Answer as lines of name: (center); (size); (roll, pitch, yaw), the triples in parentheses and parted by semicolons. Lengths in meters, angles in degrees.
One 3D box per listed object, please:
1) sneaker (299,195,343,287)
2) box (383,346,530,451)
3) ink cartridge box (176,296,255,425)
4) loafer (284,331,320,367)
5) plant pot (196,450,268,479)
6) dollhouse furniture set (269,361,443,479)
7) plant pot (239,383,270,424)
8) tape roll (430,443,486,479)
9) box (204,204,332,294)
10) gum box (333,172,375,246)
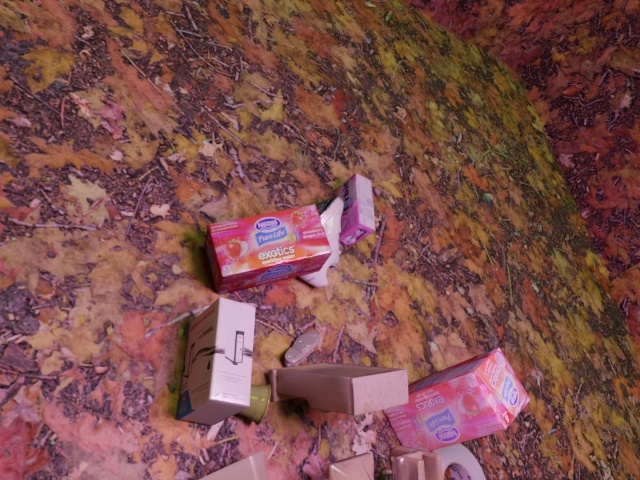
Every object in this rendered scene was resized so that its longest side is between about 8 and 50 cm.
sneaker: (0.000, 0.000, 1.485); (0.129, 0.111, 0.297); (47, 47, -25)
box: (0.315, 0.389, 1.342); (0.154, 0.300, 0.142); (-19, 77, -48)
ink cartridge box: (-0.200, 0.234, 1.090); (0.085, 0.148, 0.203); (21, 50, -29)
loafer: (-0.046, 0.256, 1.307); (0.045, 0.039, 0.125); (27, 33, 21)
plant pot: (-0.143, 0.444, 0.997); (0.109, 0.109, 0.096); (73, -8, -74)
dollhouse furniture set: (0.039, 0.464, 1.157); (0.361, 0.256, 0.395); (3, 83, -41)
plant pot: (-0.153, 0.321, 1.138); (0.079, 0.083, 0.083); (20, 50, -15)
tape roll: (0.312, 0.605, 1.366); (0.219, 0.072, 0.219); (24, 48, -30)
box: (-0.120, 0.019, 1.265); (0.256, 0.123, 0.128); (-12, 69, -21)
gum box: (0.095, -0.082, 1.604); (0.062, 0.107, 0.189); (22, 50, -30)
